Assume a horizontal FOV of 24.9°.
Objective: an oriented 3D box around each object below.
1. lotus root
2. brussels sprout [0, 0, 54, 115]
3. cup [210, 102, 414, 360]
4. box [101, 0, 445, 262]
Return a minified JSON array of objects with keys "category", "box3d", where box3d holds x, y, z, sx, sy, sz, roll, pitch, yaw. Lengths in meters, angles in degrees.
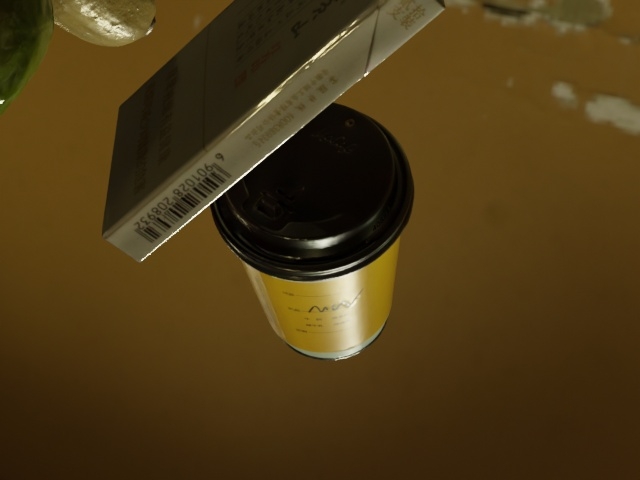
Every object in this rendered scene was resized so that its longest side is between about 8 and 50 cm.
[{"category":"lotus root","box3d":[-0.354,-0.382,2.167,0.303,0.146,0.131,39,-163,-47]},{"category":"brussels sprout","box3d":[-0.482,-0.287,1.802,0.328,0.328,0.247,2,178,-39]},{"category":"cup","box3d":[0.000,0.000,1.447,0.196,0.196,0.279,13,151,14]},{"category":"box","box3d":[-0.049,-0.155,1.257,0.051,0.365,0.204,37,-150,-28]}]
